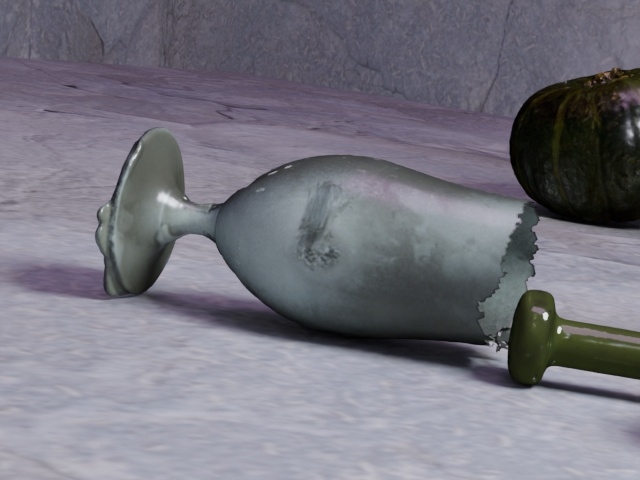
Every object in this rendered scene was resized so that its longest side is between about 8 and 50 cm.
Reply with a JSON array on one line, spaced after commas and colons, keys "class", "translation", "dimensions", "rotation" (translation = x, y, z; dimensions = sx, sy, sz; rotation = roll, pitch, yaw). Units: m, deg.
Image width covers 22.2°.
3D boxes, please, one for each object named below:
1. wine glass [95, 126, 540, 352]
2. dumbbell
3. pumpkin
[{"class": "wine glass", "translation": [0.000, 0.000, 0.874], "dimensions": [0.222, 0.103, 0.103], "rotation": [9, 8, 17]}, {"class": "dumbbell", "translation": [0.153, 0.056, 0.815], "dimensions": [0.118, 0.046, 0.052], "rotation": [9, 13, 7]}, {"class": "pumpkin", "translation": [0.298, -0.094, 1.631], "dimensions": [0.223, 0.157, 0.224], "rotation": [-8, 12, 2]}]
